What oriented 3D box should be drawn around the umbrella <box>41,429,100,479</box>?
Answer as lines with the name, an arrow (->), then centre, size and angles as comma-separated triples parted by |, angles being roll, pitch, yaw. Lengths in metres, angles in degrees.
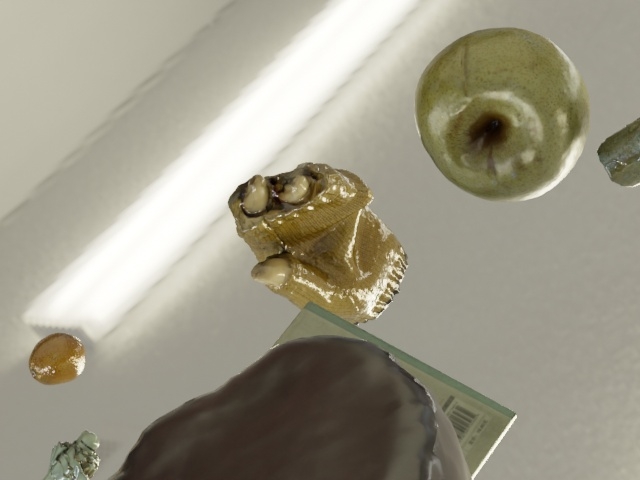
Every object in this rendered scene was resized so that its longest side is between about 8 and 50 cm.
umbrella -> -0.344, 0.316, 1.999 | 0.143, 0.067, 0.062 | -54, -178, 1

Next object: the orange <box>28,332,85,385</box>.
orange -> -0.373, 0.170, 2.124 | 0.085, 0.085, 0.085 | -29, -156, 14

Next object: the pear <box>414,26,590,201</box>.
pear -> 0.169, -0.119, 1.394 | 0.167, 0.167, 0.136 | -20, -160, 32

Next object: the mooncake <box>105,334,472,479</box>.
mooncake -> -0.055, 0.262, 1.085 | 0.381, 0.212, 0.350 | -25, -159, 4

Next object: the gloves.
gloves -> -0.009, -0.001, 2.019 | 0.155, 0.356, 0.203 | 21, -103, 31

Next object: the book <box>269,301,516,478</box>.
book -> 0.039, 0.203, 1.626 | 0.283, 0.025, 0.215 | 29, -114, 27

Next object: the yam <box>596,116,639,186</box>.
yam -> 0.312, -0.098, 1.329 | 0.132, 0.054, 0.054 | -35, -161, 35
